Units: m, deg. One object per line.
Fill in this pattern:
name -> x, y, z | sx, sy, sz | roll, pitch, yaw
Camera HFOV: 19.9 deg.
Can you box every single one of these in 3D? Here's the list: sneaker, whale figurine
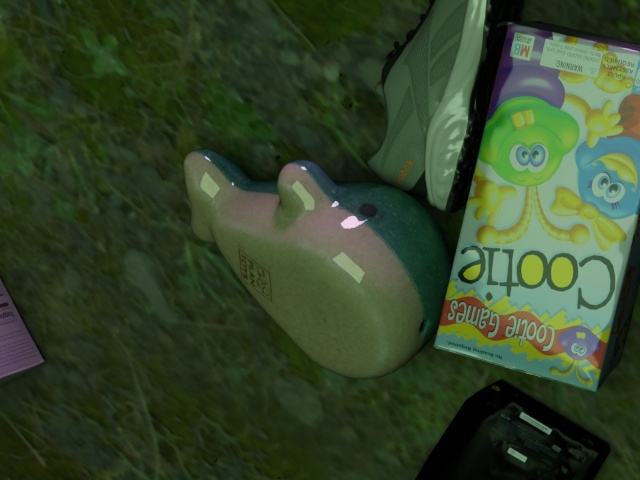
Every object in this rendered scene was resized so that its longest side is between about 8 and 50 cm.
sneaker -> 0.105, -0.164, 1.564 | 0.108, 0.100, 0.271 | 18, 102, 21
whale figurine -> 0.000, 0.000, 1.607 | 0.272, 0.141, 0.216 | 32, 145, 31

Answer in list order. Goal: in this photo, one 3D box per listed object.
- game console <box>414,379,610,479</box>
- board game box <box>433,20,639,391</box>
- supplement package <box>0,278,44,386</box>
game console -> 0.243, 0.298, 1.613 | 0.361, 0.044, 0.213 | 32, 107, 11
board game box -> 0.205, -0.034, 1.525 | 0.142, 0.144, 0.275 | 15, 100, 15
supplement package -> -0.433, 0.126, 1.708 | 0.262, 0.204, 0.145 | -29, 86, 18
